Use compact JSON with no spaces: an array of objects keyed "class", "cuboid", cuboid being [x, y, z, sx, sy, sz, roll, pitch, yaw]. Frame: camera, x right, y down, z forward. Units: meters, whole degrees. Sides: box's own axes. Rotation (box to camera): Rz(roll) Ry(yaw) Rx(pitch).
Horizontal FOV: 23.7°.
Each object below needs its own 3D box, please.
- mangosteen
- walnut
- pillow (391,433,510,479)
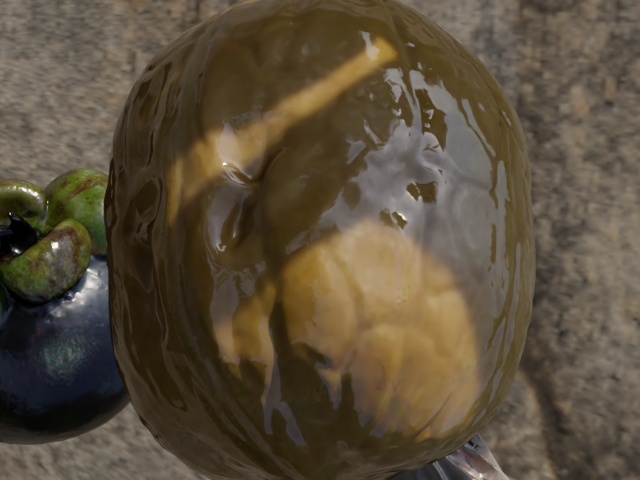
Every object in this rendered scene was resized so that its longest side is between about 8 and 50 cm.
[{"class":"mangosteen","cuboid":[-0.238,0.057,1.280,0.243,0.243,0.243,-5,100,-30]},{"class":"walnut","cuboid":[0.000,0.000,0.661,0.193,0.193,0.225,7,62,-31]},{"class":"pillow","cuboid":[0.025,0.098,0.847,0.067,0.173,0.270,-33,88,-36]}]
